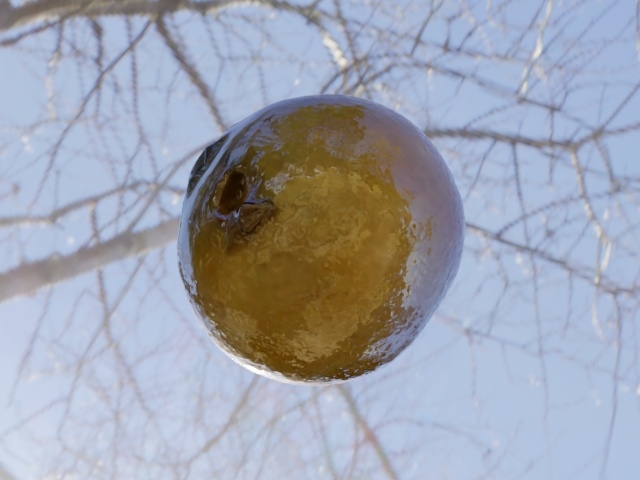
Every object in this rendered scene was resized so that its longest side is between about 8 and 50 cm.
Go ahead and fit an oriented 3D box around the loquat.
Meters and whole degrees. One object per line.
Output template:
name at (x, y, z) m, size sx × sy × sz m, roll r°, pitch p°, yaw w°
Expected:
loquat at (0.000, 0.000, 0.743) m, size 0.137 × 0.163 × 0.163 m, roll 21°, pitch -48°, yaw 36°
